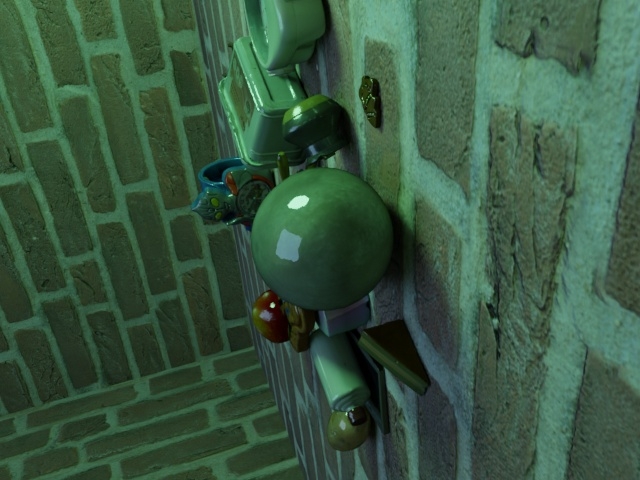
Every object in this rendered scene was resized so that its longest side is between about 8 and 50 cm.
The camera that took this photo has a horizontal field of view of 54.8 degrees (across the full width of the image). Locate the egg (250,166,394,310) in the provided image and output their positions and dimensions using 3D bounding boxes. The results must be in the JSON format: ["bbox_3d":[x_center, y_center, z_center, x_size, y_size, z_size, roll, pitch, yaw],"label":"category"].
[{"bbox_3d":[0.000,0.000,1.126,0.352,0.258,0.258,174,83,-75],"label":"egg"}]

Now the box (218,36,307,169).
[{"bbox_3d":[-0.134,-0.353,1.532,0.182,0.175,0.312,112,143,-52],"label":"box"}]

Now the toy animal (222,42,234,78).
[{"bbox_3d":[-0.284,-0.517,2.116,0.243,0.087,0.260,95,160,-57],"label":"toy animal"}]

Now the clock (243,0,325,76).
[{"bbox_3d":[-0.089,-0.493,1.311,0.324,0.109,0.265,145,109,-76],"label":"clock"}]

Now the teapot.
[{"bbox_3d":[-0.003,-0.222,1.245,0.119,0.130,0.166,62,-160,-5],"label":"teapot"}]

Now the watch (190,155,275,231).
[{"bbox_3d":[-0.319,-0.168,2.135,0.274,0.305,0.241,44,145,53],"label":"watch"}]

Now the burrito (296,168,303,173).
[{"bbox_3d":[-0.024,-0.116,1.551,0.055,0.041,0.149,81,166,-47],"label":"burrito"}]

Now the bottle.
[{"bbox_3d":[0.051,0.327,1.483,0.104,0.104,0.245,93,160,-50],"label":"bottle"}]

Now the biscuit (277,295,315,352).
[{"bbox_3d":[-0.063,0.136,1.474,0.334,0.047,0.202,106,149,-58],"label":"biscuit"}]

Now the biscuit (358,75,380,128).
[{"bbox_3d":[0.084,-0.236,1.060,0.082,0.016,0.092,-178,76,-75],"label":"biscuit"}]

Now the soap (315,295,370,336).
[{"bbox_3d":[0.009,0.083,1.476,0.324,0.109,0.193,-126,26,-56],"label":"soap"}]

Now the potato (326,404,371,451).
[{"bbox_3d":[0.075,0.476,1.593,0.109,0.118,0.178,36,140,13],"label":"potato"}]

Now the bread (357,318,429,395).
[{"bbox_3d":[0.136,0.229,1.160,0.074,0.084,0.139,103,150,-59],"label":"bread"}]

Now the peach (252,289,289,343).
[{"bbox_3d":[-0.134,0.245,2.055,0.197,0.197,0.197,166,90,-76],"label":"peach"}]

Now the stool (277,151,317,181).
[{"bbox_3d":[-0.044,-0.146,1.464,0.134,0.135,0.110,24,142,12],"label":"stool"}]

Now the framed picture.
[{"bbox_3d":[0.104,0.319,1.517,0.265,0.018,0.192,-130,31,-62],"label":"framed picture"}]
